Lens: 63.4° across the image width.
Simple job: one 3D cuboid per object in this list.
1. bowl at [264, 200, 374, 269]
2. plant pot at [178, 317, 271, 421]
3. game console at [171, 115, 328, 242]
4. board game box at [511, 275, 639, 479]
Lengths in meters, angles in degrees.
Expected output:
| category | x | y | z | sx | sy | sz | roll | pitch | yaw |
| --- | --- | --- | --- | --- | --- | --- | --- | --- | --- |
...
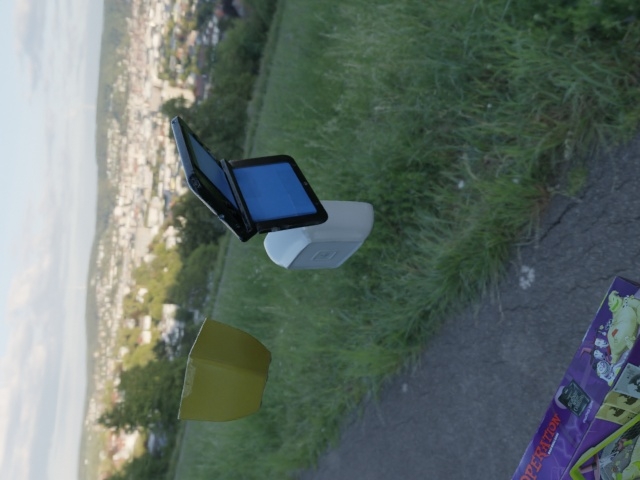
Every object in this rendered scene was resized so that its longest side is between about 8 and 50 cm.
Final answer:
| category | x | y | z | sx | sy | sz | roll | pitch | yaw |
| --- | --- | --- | --- | --- | --- | --- | --- | --- | --- |
| bowl | 0.000 | 0.000 | 0.754 | 0.142 | 0.141 | 0.053 | -46 | 51 | 51 |
| plant pot | -0.099 | 0.145 | 0.563 | 0.081 | 0.083 | 0.082 | -88 | 11 | -69 |
| game console | -0.063 | -0.062 | 0.447 | 0.071 | 0.107 | 0.122 | -35 | 41 | 5 |
| board game box | 0.361 | 0.164 | 0.484 | 0.056 | 0.346 | 0.208 | 40 | 114 | 65 |
